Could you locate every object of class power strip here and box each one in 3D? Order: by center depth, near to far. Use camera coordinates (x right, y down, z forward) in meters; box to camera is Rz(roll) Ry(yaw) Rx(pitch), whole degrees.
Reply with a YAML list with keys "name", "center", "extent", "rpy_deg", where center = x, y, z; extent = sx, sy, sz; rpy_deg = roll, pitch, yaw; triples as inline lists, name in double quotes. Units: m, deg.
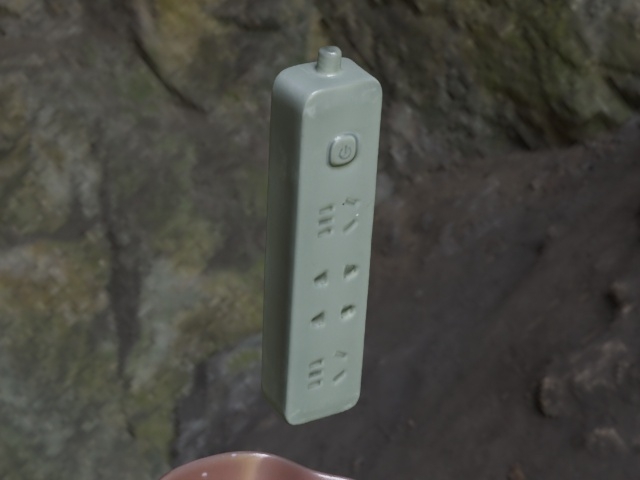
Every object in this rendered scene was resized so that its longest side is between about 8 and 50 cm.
- name: "power strip"
  center: [0.000, 0.000, 1.297]
  extent: [0.091, 0.385, 0.062]
  rpy_deg: [-14, 34, -27]

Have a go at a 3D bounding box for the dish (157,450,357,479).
- name: "dish"
  center: [-0.039, 0.250, 1.049]
  extent: [0.213, 0.213, 0.090]
  rpy_deg: [-78, -1, -71]
